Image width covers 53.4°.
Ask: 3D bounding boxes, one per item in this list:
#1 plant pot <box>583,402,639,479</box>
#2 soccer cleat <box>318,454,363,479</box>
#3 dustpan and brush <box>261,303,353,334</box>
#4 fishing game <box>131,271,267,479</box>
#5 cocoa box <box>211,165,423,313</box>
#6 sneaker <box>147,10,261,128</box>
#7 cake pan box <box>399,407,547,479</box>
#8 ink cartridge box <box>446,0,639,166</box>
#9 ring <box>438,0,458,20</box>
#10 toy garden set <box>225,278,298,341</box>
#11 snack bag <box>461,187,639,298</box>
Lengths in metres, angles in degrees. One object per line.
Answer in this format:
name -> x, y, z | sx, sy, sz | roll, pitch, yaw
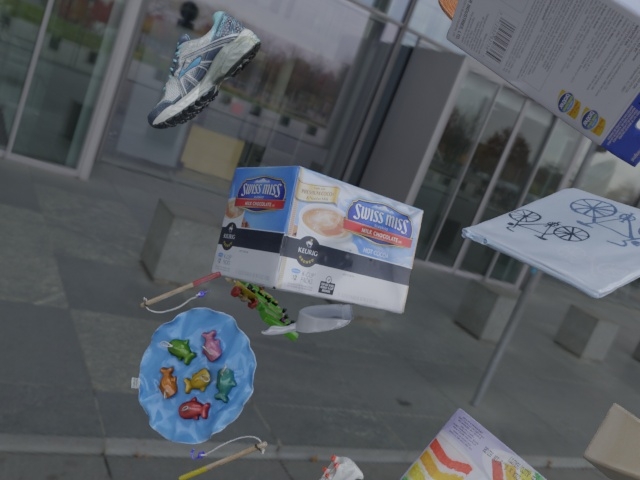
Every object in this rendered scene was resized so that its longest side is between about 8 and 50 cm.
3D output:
plant pot -> 0.529, 0.359, 1.064 | 0.109, 0.109, 0.096 | 39, -8, -29
soccer cleat -> 0.002, 0.512, 1.257 | 0.076, 0.196, 0.068 | 41, 5, -15
dustpan and brush -> -0.032, 0.190, 1.467 | 0.211, 0.060, 0.147 | 0, 8, 0
fishing game -> -0.178, 0.180, 0.865 | 0.041, 0.189, 0.264 | 36, 35, -63
cocoa box -> 0.000, 0.000, 1.295 | 0.347, 0.228, 0.231 | 15, -5, -38
sneaker -> -0.257, -0.346, 1.300 | 0.122, 0.283, 0.110 | 48, 6, -2
cake pan box -> 0.248, 0.445, 0.999 | 0.267, 0.246, 0.070 | 40, -7, 25
ink cartridge box -> 0.307, -0.245, 0.775 | 0.311, 0.065, 0.186 | 44, -23, 18
ring -> 0.413, -0.478, 1.405 | 0.336, 0.032, 0.336 | 11, 42, -11
toy garden set -> -0.160, 0.138, 1.634 | 0.204, 0.049, 0.244 | 39, 2, -29
snack bag -> 0.494, -0.002, 1.184 | 0.342, 0.037, 0.323 | -19, 31, -28
